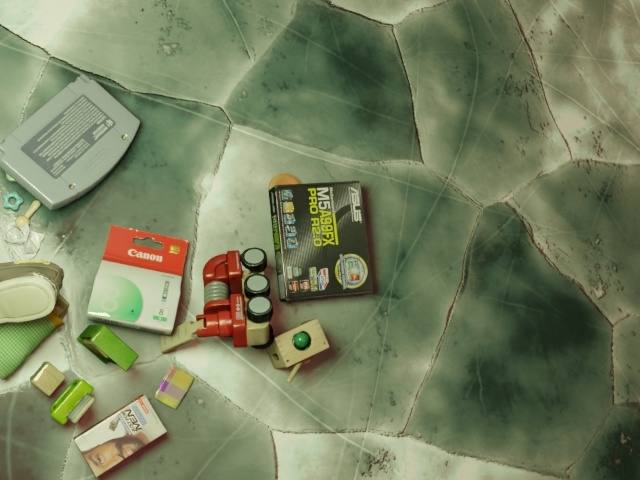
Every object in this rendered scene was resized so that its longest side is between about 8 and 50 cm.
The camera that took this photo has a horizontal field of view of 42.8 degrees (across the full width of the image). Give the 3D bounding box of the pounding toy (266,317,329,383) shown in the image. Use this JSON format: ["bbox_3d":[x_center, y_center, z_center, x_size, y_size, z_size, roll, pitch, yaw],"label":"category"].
[{"bbox_3d":[-0.054,0.246,1.816,0.130,0.141,0.100,-23,88,-21],"label":"pounding toy"}]

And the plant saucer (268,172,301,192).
[{"bbox_3d":[-0.082,-0.121,1.943,0.083,0.013,0.084,4,79,-19],"label":"plant saucer"}]

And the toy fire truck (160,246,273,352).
[{"bbox_3d":[-0.231,0.145,1.775,0.246,0.158,0.217,-4,46,-7],"label":"toy fire truck"}]

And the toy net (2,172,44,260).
[{"bbox_3d":[-0.652,-0.072,1.725,0.122,0.045,0.232,-7,82,-20],"label":"toy net"}]

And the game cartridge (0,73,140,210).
[{"bbox_3d":[-0.534,-0.207,1.756,0.196,0.060,0.294,40,57,-4],"label":"game cartridge"}]

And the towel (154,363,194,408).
[{"bbox_3d":[-0.319,0.319,1.783,0.060,0.009,0.083,31,73,-12],"label":"towel"}]

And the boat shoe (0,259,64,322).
[{"bbox_3d":[-0.652,0.102,1.562,0.324,0.097,0.117,-9,122,7],"label":"boat shoe"}]

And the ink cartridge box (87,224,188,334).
[{"bbox_3d":[-0.387,0.078,1.756,0.181,0.056,0.225,12,68,-11],"label":"ink cartridge box"}]

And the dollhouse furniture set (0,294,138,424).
[{"bbox_3d":[-0.553,0.204,1.619,0.301,0.151,0.197,46,69,-19],"label":"dollhouse furniture set"}]

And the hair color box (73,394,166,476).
[{"bbox_3d":[-0.419,0.407,1.710,0.167,0.053,0.093,-32,92,-20],"label":"hair color box"}]

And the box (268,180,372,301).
[{"bbox_3d":[0.000,0.000,1.915,0.216,0.060,0.270,-4,85,-19],"label":"box"}]
